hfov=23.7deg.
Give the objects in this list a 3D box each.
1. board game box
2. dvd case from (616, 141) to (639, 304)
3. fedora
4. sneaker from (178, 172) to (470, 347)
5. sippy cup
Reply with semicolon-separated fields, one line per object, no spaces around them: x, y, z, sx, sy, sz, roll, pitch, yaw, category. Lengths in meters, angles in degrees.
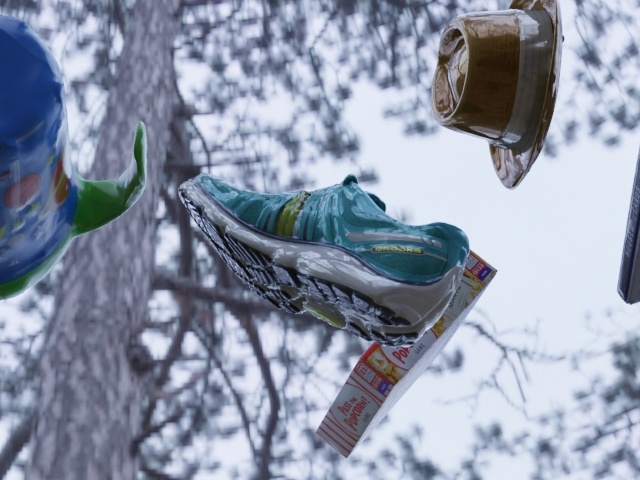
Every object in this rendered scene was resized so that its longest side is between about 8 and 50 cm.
0.086;0.110;1.512;0.045;0.193;0.146;38;-41;10;board game box
0.405;-0.048;1.597;0.179;0.029;0.238;-17;-44;-16;dvd case
0.138;-0.134;1.245;0.079;0.194;0.194;8;-59;-8;fedora
0.000;0.000;1.223;0.110;0.275;0.107;-52;-39;-20;sneaker
-0.330;-0.090;1.413;0.305;0.240;0.224;-29;-19;-28;sippy cup
